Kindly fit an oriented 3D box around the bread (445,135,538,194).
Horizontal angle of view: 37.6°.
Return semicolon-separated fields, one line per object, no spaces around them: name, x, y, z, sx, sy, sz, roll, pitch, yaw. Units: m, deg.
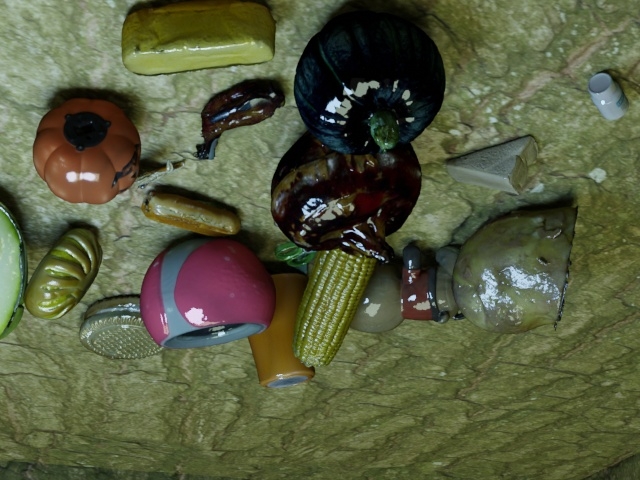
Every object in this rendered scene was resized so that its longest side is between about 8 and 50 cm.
bread;0.339;-0.158;1.852;0.152;0.105;0.077;17;162;33

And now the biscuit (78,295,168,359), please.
biscuit;-0.478;0.223;2.364;0.259;0.079;0.259;-3;150;-2

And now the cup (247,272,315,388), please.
cup;-0.101;0.212;2.226;0.183;0.263;0.226;-9;161;-7

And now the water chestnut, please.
water chestnut;0.052;-0.074;1.728;0.300;0.300;0.300;-2;149;-1

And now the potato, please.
potato;0.410;0.056;2.029;0.237;0.288;0.301;10;168;11

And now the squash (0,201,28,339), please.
squash;-0.704;0.039;1.902;0.234;0.210;0.309;22;150;-7

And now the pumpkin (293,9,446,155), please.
pumpkin;0.083;-0.225;1.498;0.248;0.248;0.248;-2;149;-1

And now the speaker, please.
speaker;-0.237;0.123;2.034;0.295;0.294;0.294;-2;149;-1

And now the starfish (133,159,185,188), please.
starfish;-0.379;-0.115;1.785;0.248;0.050;0.138;-11;-177;9

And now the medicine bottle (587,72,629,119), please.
medicine bottle;0.511;-0.257;1.672;0.052;0.052;0.089;-21;145;27

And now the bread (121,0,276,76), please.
bread;-0.190;-0.317;1.474;0.246;0.094;0.102;-5;159;5

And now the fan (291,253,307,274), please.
fan;-0.042;0.030;2.141;0.038;0.016;0.193;2;149;-4

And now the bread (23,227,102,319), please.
bread;-0.535;0.073;1.986;0.105;0.213;0.213;31;146;3

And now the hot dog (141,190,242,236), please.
hot dog;-0.257;-0.053;1.939;0.236;0.062;0.092;17;160;-39

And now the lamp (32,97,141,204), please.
lamp;-0.406;-0.150;1.643;0.188;0.187;0.164;3;155;-10

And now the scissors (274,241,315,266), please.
scissors;0.000;0.000;2.060;0.204;0.027;0.101;-27;152;22

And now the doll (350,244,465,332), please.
doll;0.189;0.130;2.173;0.330;0.174;0.235;-8;147;9

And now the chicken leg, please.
chicken leg;-0.165;-0.215;1.689;0.106;0.051;0.253;16;147;-38

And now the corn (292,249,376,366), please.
corn;0.024;0.121;2.036;0.131;0.131;0.344;10;119;-21
